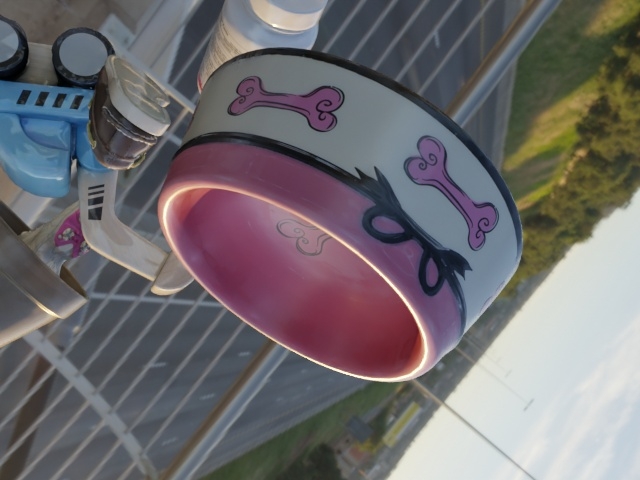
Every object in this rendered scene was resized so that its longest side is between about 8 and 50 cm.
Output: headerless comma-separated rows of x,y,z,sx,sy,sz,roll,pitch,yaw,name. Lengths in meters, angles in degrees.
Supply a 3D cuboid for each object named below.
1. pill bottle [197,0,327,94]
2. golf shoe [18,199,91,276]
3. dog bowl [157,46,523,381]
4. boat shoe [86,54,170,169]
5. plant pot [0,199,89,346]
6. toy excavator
-0.099,-0.338,1.154,0.160,0.160,0.283,-40,176,-35,pill bottle
-0.571,0.001,1.429,0.306,0.140,0.115,-52,152,-23,golf shoe
0.000,0.000,0.754,0.150,0.408,0.408,-58,170,-27,dog bowl
-0.294,-0.197,1.032,0.097,0.116,0.324,-52,-152,11,boat shoe
-0.684,0.092,1.373,0.280,0.323,0.323,-41,164,-12,plant pot
-0.428,-0.130,1.231,0.222,0.432,0.445,153,-61,-68,toy excavator
